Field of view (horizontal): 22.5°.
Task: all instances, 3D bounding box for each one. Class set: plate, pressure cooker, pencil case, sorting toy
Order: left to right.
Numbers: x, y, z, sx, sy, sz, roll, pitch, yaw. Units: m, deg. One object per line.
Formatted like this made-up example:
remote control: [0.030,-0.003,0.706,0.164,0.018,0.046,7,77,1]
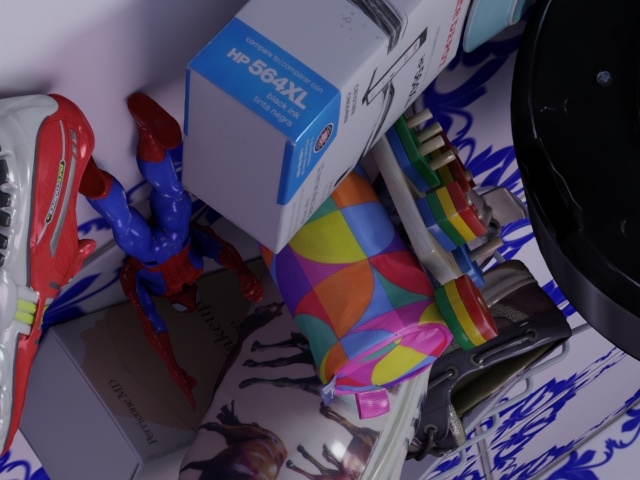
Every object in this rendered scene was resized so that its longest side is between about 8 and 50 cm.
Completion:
pencil case: [0.000,0.000,1.110,0.104,0.236,0.104,-22,156,-10]
pencil case: [0.013,0.110,1.206,0.184,0.160,0.410,-13,-138,40]
sorting toy: [0.083,-0.035,1.133,0.046,0.274,0.132,-28,150,11]
plate: [0.150,-0.208,1.099,0.188,0.024,0.188,-58,170,-17]
pressure cooker: [0.339,-0.075,1.284,0.370,0.375,0.420,-35,166,1]

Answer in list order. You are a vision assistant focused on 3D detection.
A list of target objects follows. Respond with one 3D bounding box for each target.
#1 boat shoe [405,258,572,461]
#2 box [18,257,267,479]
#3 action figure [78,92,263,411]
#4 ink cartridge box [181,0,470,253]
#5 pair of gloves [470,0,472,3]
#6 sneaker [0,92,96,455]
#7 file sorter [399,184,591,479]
boat shoe: [0.088,0.136,1.349,0.285,0.092,0.103,-40,154,-8]
box: [-0.087,0.118,1.356,0.311,0.148,0.121,-19,152,-42]
action figure: [-0.099,0.021,1.147,0.091,0.139,0.280,-33,162,-9]
ink cartridge box: [0.008,-0.114,1.012,0.203,0.086,0.148,-48,166,-24]
pair of gloves: [0.087,-0.186,1.175,0.074,0.010,0.083,-26,154,-25]
sneaker: [-0.193,0.033,1.008,0.118,0.107,0.279,-30,147,-49]
file sorter: [0.121,0.103,1.596,0.173,0.193,0.277,-17,152,-48]
